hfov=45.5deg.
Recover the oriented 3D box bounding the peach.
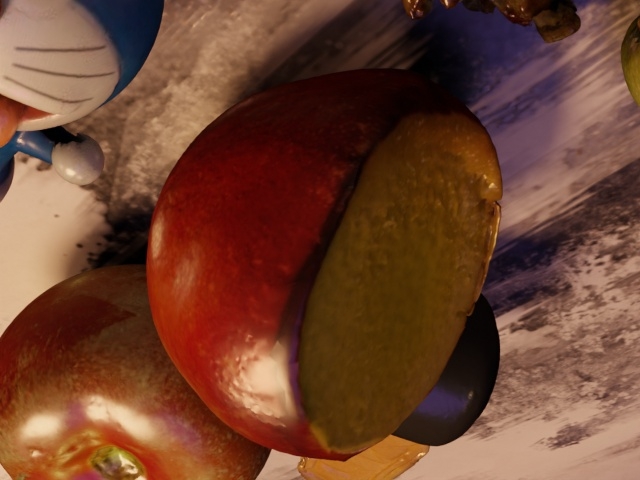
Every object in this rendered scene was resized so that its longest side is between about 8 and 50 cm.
[{"bbox_3d":[0.000,0.000,0.561,0.245,0.248,0.275,26,104,11],"label":"peach"}]

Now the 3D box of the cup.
[{"bbox_3d":[0.065,0.127,0.782,0.176,0.169,0.223,15,134,-16],"label":"cup"}]

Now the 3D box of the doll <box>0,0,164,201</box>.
[{"bbox_3d":[-0.208,-0.119,0.450,0.215,0.161,0.257,40,131,-11],"label":"doll"}]

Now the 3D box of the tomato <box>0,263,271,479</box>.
[{"bbox_3d":[-0.173,0.141,0.733,0.270,0.223,0.270,2,123,3],"label":"tomato"}]

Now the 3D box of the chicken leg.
[{"bbox_3d":[0.109,-0.170,0.495,0.178,0.070,0.093,15,114,-42],"label":"chicken leg"}]

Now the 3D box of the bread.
[{"bbox_3d":[0.054,0.235,0.971,0.132,0.114,0.190,28,123,-22],"label":"bread"}]

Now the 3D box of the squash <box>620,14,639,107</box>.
[{"bbox_3d":[0.295,-0.117,0.538,0.186,0.123,0.123,10,140,-20],"label":"squash"}]
